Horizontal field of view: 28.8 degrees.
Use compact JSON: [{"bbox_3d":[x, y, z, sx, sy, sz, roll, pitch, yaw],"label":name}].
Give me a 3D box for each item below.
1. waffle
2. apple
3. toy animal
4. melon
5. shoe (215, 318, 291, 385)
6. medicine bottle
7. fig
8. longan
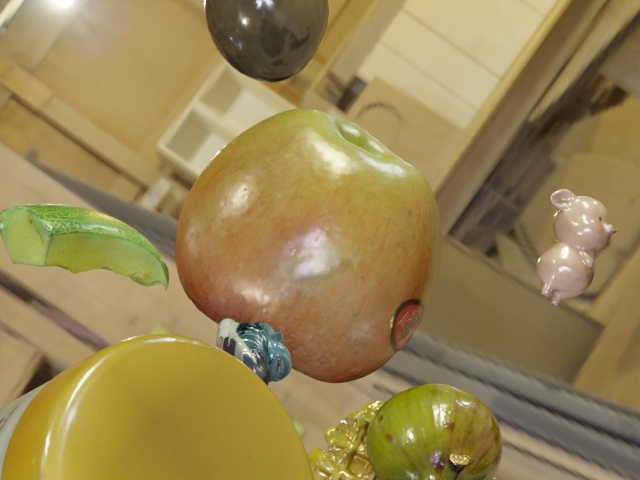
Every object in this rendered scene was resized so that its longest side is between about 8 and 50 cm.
[{"bbox_3d":[0.130,0.405,1.932,0.302,0.325,0.068,-17,-16,-2],"label":"waffle"},{"bbox_3d":[0.000,0.000,1.549,0.305,0.338,0.338,-58,0,-3],"label":"apple"},{"bbox_3d":[0.300,0.007,1.486,0.083,0.089,0.150,91,-161,-70],"label":"toy animal"},{"bbox_3d":[-0.408,0.008,2.267,0.196,0.323,0.124,15,93,48],"label":"melon"},{"bbox_3d":[-0.063,0.113,1.168,0.143,0.071,0.064,-128,41,-78],"label":"shoe"},{"bbox_3d":[-0.160,0.214,0.928,0.232,0.238,0.238,-28,18,40],"label":"medicine bottle"},{"bbox_3d":[0.129,0.237,1.326,0.148,0.142,0.186,-40,27,24],"label":"fig"},{"bbox_3d":[-0.077,-0.336,1.789,0.198,0.198,0.212,125,140,-70],"label":"longan"}]
